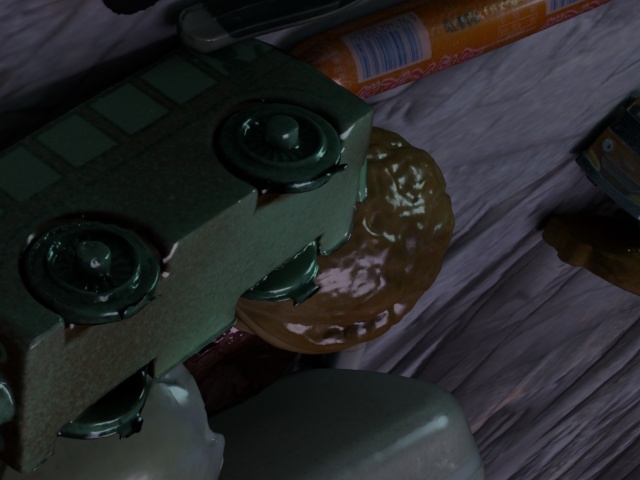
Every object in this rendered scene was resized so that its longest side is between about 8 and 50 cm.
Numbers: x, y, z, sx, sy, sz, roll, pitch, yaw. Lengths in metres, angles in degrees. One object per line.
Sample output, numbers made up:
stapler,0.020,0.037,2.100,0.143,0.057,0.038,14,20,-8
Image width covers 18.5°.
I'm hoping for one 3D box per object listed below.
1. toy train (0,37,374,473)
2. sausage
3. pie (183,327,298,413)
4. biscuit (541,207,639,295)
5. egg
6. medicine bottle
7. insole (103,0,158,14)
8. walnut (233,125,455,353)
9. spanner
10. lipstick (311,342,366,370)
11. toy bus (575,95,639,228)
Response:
toy train,-0.109,-0.001,1.131,0.326,0.159,0.129,-36,148,-36
sausage,0.106,-0.154,1.354,0.347,0.053,0.053,-24,150,-33
pie,-0.069,0.086,1.512,0.153,0.038,0.153,-34,156,-17
biscuit,0.318,0.020,1.805,0.248,0.184,0.035,1,115,-42
egg,-0.182,0.151,1.287,0.217,0.183,0.183,-33,154,-18
medicine bottle,-0.072,0.214,1.486,0.375,0.123,0.282,-28,-163,-33
insole,-0.048,-0.215,1.094,0.232,0.003,0.080,-51,154,21
walnut,0.000,0.000,1.343,0.184,0.155,0.155,-21,148,-34
spanner,0.048,-0.190,1.227,0.324,0.040,0.096,-23,149,-35
lipstick,0.020,0.080,1.628,0.040,0.040,0.141,-27,153,-28
toy bus,0.308,-0.063,1.750,0.103,0.091,0.182,-50,156,13
